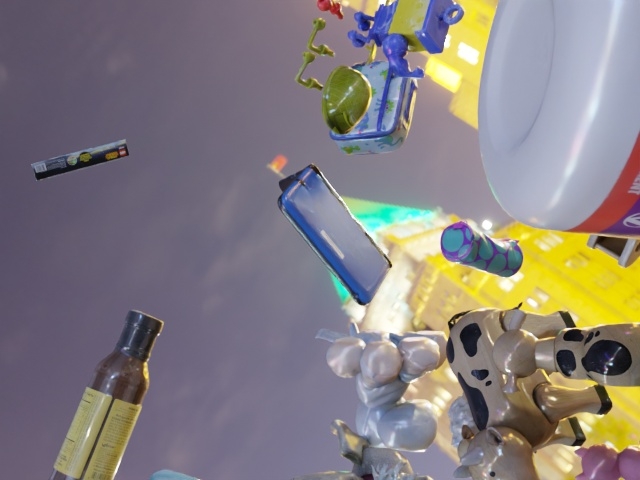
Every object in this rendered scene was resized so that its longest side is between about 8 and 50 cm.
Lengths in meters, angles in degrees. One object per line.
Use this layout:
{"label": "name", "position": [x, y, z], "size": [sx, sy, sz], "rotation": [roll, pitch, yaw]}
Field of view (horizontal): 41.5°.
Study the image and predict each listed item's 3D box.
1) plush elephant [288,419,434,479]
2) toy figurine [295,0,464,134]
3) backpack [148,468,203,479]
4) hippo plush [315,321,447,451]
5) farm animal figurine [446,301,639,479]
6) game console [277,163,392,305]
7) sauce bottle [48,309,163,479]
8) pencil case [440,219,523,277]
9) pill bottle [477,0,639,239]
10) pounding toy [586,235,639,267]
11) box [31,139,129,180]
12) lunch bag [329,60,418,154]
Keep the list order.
{"label": "plush elephant", "position": [0.075, 0.468, 1.485], "size": [0.330, 0.272, 0.255], "rotation": [-53, -9, 17]}
{"label": "toy figurine", "position": [0.130, -0.366, 1.436], "size": [0.191, 0.217, 0.362], "rotation": [48, -127, -48]}
{"label": "backpack", "position": [-0.231, 0.469, 1.287], "size": [0.191, 0.254, 0.225], "rotation": [-79, -1, -47]}
{"label": "hippo plush", "position": [0.108, 0.299, 1.641], "size": [0.234, 0.294, 0.236], "rotation": [-6, -85, -49]}
{"label": "farm animal figurine", "position": [0.212, 0.170, 0.849], "size": [0.172, 0.327, 0.330], "rotation": [1, -62, -16]}
{"label": "game console", "position": [0.000, 0.000, 1.845], "size": [0.173, 0.293, 0.250], "rotation": [-32, 12, 36]}
{"label": "sauce bottle", "position": [-0.379, 0.298, 1.541], "size": [0.111, 0.111, 0.344], "rotation": [44, -116, -59]}
{"label": "pencil case", "position": [0.263, 0.015, 1.363], "size": [0.152, 0.064, 0.070], "rotation": [17, -92, -42]}
{"label": "pill bottle", "position": [0.268, -0.083, 0.491], "size": [0.323, 0.181, 0.181], "rotation": [5, -51, -7]}
{"label": "pounding toy", "position": [0.494, -0.063, 1.432], "size": [0.154, 0.155, 0.269], "rotation": [-53, -31, -3]}
{"label": "box", "position": [-0.354, -0.119, 1.253], "size": [0.137, 0.094, 0.027], "rotation": [-17, -81, -12]}
{"label": "lunch bag", "position": [0.122, -0.302, 1.898], "size": [0.090, 0.176, 0.219], "rotation": [50, -132, -51]}
